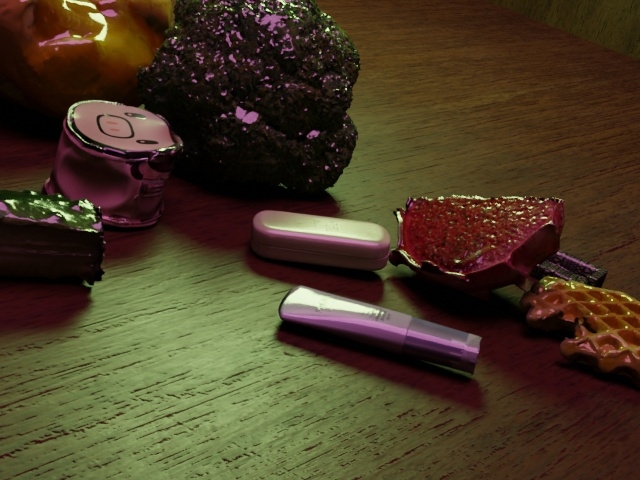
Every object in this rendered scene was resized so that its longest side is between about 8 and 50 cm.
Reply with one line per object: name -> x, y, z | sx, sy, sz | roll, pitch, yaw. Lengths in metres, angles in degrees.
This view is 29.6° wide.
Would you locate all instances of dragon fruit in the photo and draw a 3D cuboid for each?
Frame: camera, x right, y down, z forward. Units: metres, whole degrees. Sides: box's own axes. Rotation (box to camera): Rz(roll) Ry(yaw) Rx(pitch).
dragon fruit -> 0.214, 0.030, 1.703 | 0.274, 0.126, 0.161 | 2, 43, 37

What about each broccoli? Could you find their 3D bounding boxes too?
broccoli -> -0.109, -0.248, 1.922 | 0.413, 0.310, 0.321 | 56, 25, 8

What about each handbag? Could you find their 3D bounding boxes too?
handbag -> -0.290, -0.109, 1.702 | 0.179, 0.116, 0.205 | 6, 23, -22

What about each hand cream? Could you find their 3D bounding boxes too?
hand cream -> 0.073, 0.110, 1.506 | 0.255, 0.048, 0.079 | 16, 24, 6

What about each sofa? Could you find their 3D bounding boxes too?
sofa -> 0.371, 0.045, 1.841 | 0.118, 0.039, 0.060 | 25, 26, 23

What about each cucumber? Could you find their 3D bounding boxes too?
cucumber -> -0.427, -0.016, 1.436 | 0.325, 0.105, 0.145 | 0, 27, -24

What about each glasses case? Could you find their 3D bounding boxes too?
glasses case -> 0.000, 0.000, 1.694 | 0.196, 0.050, 0.083 | 6, 27, -7

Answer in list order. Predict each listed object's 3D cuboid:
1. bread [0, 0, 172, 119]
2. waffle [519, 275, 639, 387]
bread -> -0.452, -0.335, 1.973 | 0.394, 0.250, 0.361 | 32, 31, 28
waffle -> 0.404, 0.119, 1.676 | 0.261, 0.056, 0.250 | 16, 23, 9
